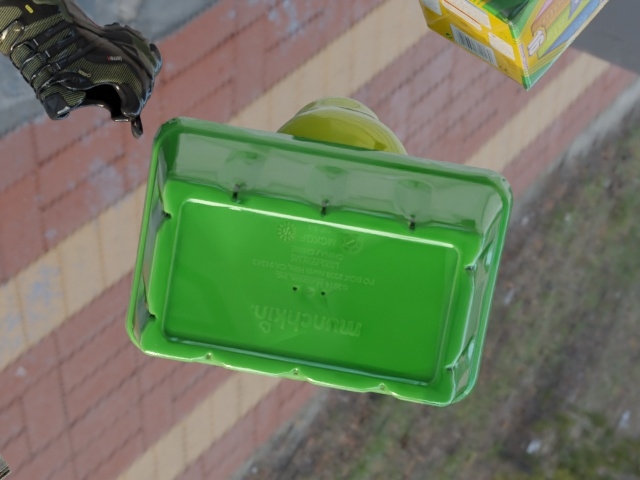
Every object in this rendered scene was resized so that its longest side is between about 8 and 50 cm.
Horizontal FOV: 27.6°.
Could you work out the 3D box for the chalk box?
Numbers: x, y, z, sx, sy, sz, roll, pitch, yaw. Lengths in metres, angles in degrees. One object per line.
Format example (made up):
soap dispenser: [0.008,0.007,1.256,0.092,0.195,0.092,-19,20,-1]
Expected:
chalk box: [0.199,-0.272,1.184,0.213,0.132,0.132,-50,154,-6]

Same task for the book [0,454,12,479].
book: [-0.320,0.212,1.070,0.096,0.035,0.144,-42,-171,-32]

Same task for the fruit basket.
fruit basket: [0.000,0.000,1.328,0.392,0.392,0.283,-5,108,-58]

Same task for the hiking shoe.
hiking shoe: [-0.270,-0.184,1.316,0.086,0.226,0.114,-43,-146,51]
